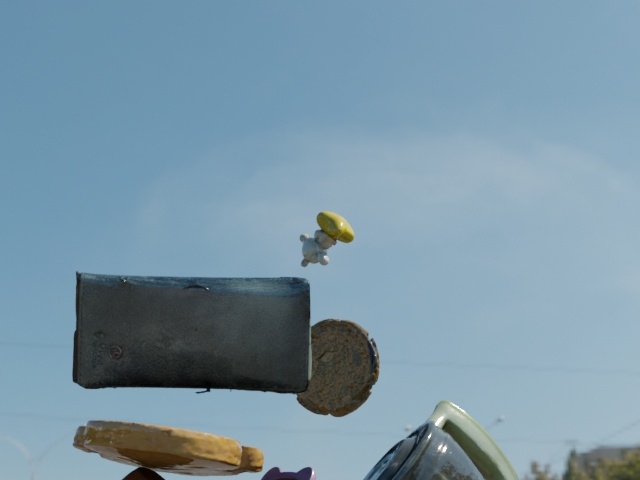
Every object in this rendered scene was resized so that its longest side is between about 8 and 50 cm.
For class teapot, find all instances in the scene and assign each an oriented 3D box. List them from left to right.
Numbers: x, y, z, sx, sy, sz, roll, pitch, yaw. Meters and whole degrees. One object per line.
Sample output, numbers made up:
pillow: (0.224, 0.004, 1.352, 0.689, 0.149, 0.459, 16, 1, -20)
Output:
teapot: (0.182, 0.433, 1.636, 0.239, 0.239, 0.321, -49, -2, 13)

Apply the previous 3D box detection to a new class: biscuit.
biscuit: (-0.215, 0.300, 1.446, 0.275, 0.052, 0.355, 8, -15, -5)
biscuit: (0.029, 0.275, 2.215, 0.226, 0.226, 0.042, -9, -25, 24)

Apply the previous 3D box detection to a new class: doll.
doll: (0.002, 0.002, 1.833, 0.071, 0.135, 0.113, 39, -63, -23)

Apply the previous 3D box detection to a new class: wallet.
wallet: (-0.202, 0.148, 1.639, 0.379, 0.191, 0.046, 1, 0, -7)

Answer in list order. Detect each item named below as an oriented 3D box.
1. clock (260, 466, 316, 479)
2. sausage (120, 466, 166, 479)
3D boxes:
clock: (-0.048, 0.371, 1.409, 0.050, 0.110, 0.152, 42, -29, -19)
sausage: (-0.309, 0.454, 1.408, 0.121, 0.304, 0.121, 42, -2, 1)
